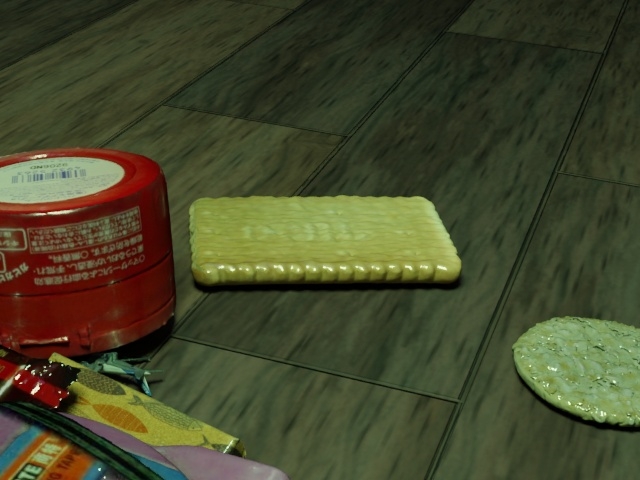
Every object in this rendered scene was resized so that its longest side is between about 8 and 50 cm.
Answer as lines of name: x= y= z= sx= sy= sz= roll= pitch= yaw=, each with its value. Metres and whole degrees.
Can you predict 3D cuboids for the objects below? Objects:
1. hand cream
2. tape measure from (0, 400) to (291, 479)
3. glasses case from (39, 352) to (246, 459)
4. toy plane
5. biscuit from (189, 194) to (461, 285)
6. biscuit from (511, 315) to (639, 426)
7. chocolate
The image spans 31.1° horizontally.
hand cream: x=-0.215 y=0.005 z=0.944 sx=0.193 sy=0.125 sz=0.193 roll=0 pitch=21 yaw=0
tape measure: x=-0.139 y=0.192 z=0.562 sx=0.245 sy=0.149 sz=0.231 roll=16 pitch=29 yaw=7
glasses case: x=-0.135 y=0.138 z=0.792 sx=0.170 sy=0.041 sz=0.064 roll=19 pitch=60 yaw=29
toy plane: x=-0.165 y=0.098 z=0.897 sx=0.084 sy=0.024 sz=0.078 roll=15 pitch=11 yaw=22
biscuit: x=0.000 y=0.001 z=1.101 sx=0.250 sy=0.030 sz=0.160 roll=-1 pitch=27 yaw=-8
biscuit: x=0.231 y=0.104 z=0.932 sx=0.152 sy=0.020 sz=0.152 roll=4 pitch=27 yaw=-2
chocolate: x=-0.247 y=0.105 z=0.826 sx=0.182 sy=0.028 sz=0.086 roll=7 pitch=50 yaw=43
